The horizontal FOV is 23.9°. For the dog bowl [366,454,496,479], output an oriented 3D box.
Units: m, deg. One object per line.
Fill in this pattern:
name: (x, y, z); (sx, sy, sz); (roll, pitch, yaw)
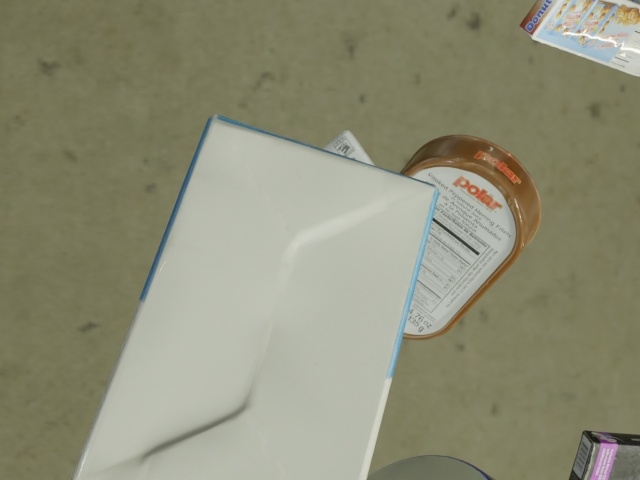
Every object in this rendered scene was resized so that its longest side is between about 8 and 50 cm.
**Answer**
dog bowl: (0.100, 0.340, 1.424); (0.104, 0.265, 0.265); (41, 69, -36)

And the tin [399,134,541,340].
tin: (0.085, 0.003, 1.113); (0.106, 0.189, 0.040); (35, 43, -2)

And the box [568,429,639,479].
box: (0.313, 0.242, 1.452); (0.162, 0.029, 0.116); (5, 111, -18)

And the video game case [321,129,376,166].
video game case: (0.000, 0.000, 1.341); (0.157, 0.143, 0.019); (-39, 148, 9)

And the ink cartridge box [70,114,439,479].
ink cartridge box: (-0.033, 0.084, 0.516); (0.078, 0.231, 0.134); (17, 57, 0)

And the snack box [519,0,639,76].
snack box: (0.250, -0.191, 1.341); (0.178, 0.022, 0.064); (9, 125, -47)
